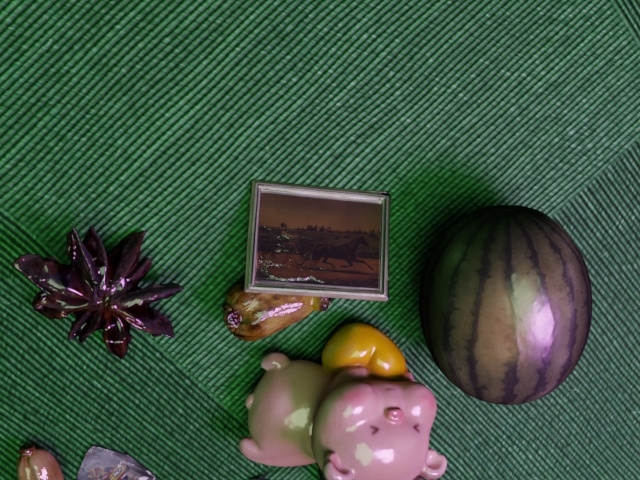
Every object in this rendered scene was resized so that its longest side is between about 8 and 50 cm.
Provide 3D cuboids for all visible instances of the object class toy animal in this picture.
[{"bbox_3d":[0.049,0.298,0.976,0.345,0.247,0.278,9,102,-11],"label":"toy animal"}]

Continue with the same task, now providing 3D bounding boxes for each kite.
[{"bbox_3d":[-0.430,0.500,1.068,0.141,0.015,0.245,37,92,-14],"label":"kite"}]

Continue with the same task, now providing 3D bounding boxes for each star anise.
[{"bbox_3d":[-0.353,0.085,0.928,0.282,0.129,0.212,31,103,-24],"label":"star anise"}]

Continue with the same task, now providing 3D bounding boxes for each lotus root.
[{"bbox_3d":[-0.499,0.428,1.015,0.073,0.062,0.150,-10,105,1],"label":"lotus root"},{"bbox_3d":[-0.077,0.114,0.993,0.190,0.094,0.108,-11,113,-13],"label":"lotus root"}]

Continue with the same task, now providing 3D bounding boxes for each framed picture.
[{"bbox_3d":[0.000,0.000,0.976,0.252,0.014,0.197,4,79,-10],"label":"framed picture"}]

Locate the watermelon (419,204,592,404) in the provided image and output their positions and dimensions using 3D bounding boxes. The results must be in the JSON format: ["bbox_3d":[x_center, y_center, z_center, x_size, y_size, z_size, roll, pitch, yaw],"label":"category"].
[{"bbox_3d":[0.307,0.119,0.959,0.278,0.279,0.360,-2,106,-9],"label":"watermelon"}]

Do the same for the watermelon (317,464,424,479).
[{"bbox_3d":[0.143,0.526,1.088,0.176,0.260,0.256,-47,123,-9],"label":"watermelon"}]

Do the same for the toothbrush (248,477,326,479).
[{"bbox_3d":[-0.009,0.457,1.057,0.288,0.024,0.026,-11,114,22],"label":"toothbrush"}]
